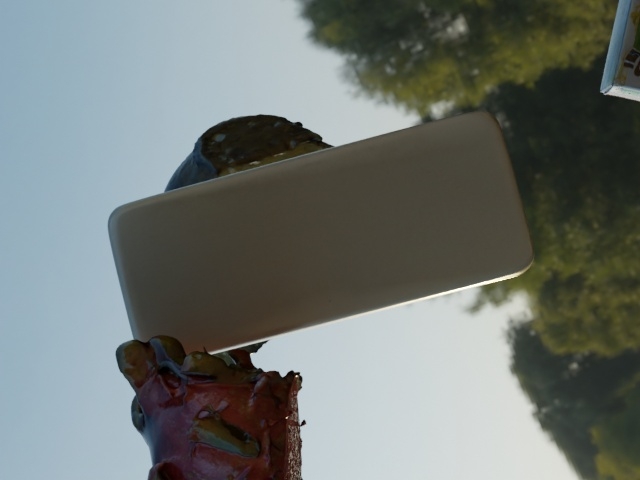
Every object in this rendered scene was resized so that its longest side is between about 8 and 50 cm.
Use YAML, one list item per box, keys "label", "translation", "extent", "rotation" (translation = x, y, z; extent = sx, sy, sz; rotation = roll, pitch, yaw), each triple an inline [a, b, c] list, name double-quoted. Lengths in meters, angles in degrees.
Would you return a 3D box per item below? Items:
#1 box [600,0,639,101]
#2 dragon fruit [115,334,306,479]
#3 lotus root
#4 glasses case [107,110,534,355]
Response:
- label: "box"
  translation: [0.274, -0.213, 0.972]
  extent: [0.041, 0.050, 0.207]
  rotation: [90, -167, -86]
- label: "dragon fruit"
  translation: [-0.078, 0.145, 0.916]
  extent: [0.207, 0.150, 0.133]
  rotation: [41, 155, 18]
- label: "lotus root"
  translation: [-0.085, -0.026, 1.367]
  extent: [0.149, 0.267, 0.260]
  rotation: [40, 158, 42]
- label: "glasses case"
  translation: [0.000, 0.000, 1.008]
  extent: [0.076, 0.336, 0.144]
  rotation: [29, -132, -85]
